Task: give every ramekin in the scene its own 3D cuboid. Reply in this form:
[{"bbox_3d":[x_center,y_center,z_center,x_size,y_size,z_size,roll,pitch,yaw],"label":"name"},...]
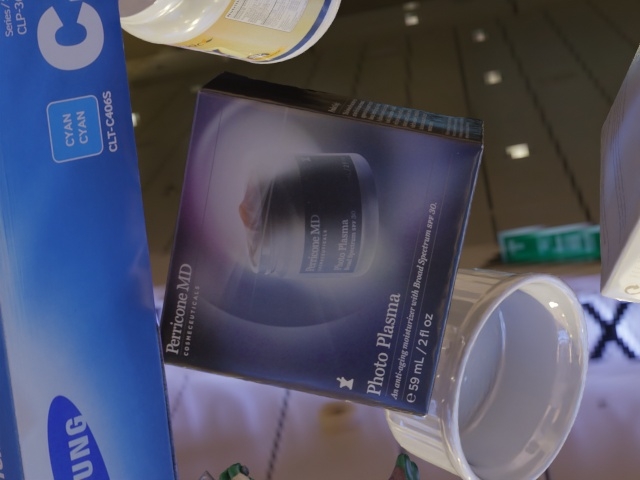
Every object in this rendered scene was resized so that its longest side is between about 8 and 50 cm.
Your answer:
[{"bbox_3d":[0.200,0.164,1.927,0.135,0.277,0.277,13,-153,41],"label":"ramekin"}]

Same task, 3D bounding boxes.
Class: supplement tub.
[{"bbox_3d":[-0.141,-0.350,1.947,0.228,0.228,0.316,-2,177,35],"label":"supplement tub"}]

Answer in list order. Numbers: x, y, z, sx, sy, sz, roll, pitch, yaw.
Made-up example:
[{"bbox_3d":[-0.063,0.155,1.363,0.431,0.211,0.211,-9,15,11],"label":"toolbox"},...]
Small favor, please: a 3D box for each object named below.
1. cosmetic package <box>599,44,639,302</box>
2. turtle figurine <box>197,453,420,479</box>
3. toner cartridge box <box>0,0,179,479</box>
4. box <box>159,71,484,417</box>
[{"bbox_3d":[0.361,-0.126,1.318,0.156,0.385,0.217,11,-125,-4],"label":"cosmetic package"},{"bbox_3d":[-0.012,0.272,1.407,0.234,0.175,0.118,-17,-125,13],"label":"turtle figurine"},{"bbox_3d":[-0.150,-0.028,0.636,0.075,0.348,0.165,-16,-165,-41],"label":"toner cartridge box"},{"bbox_3d":[0.000,0.000,1.634,0.294,0.296,0.183,11,-167,4],"label":"box"}]
